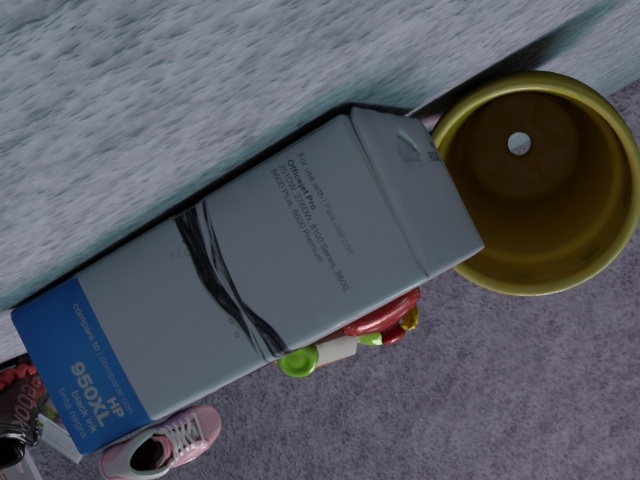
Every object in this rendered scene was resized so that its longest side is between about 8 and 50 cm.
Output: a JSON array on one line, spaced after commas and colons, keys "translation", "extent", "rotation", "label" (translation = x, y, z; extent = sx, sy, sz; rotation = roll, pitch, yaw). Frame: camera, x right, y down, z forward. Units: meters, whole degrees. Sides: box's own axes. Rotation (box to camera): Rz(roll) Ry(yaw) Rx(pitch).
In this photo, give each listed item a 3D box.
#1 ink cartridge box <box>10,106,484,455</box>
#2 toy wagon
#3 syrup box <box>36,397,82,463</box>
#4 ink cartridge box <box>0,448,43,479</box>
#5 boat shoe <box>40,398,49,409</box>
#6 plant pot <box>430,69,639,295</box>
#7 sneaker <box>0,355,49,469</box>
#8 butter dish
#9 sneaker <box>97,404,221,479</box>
[{"translation": [-0.059, 0.036, 0.952], "extent": [0.394, 0.166, 0.285], "rotation": [-29, 176, 20], "label": "ink cartridge box"}, {"translation": [-0.032, 0.106, 1.346], "extent": [0.344, 0.068, 0.267], "rotation": [10, -154, 5], "label": "toy wagon"}, {"translation": [-0.397, 0.287, 1.514], "extent": [0.093, 0.096, 0.237], "rotation": [-56, -178, -26], "label": "syrup box"}, {"translation": [-0.519, 0.378, 1.496], "extent": [0.180, 0.104, 0.060], "rotation": [-30, 176, 20], "label": "ink cartridge box"}, {"translation": [-0.520, 0.281, 1.620], "extent": [0.075, 0.083, 0.226], "rotation": [-29, 178, -8], "label": "boat shoe"}, {"translation": [0.251, -0.092, 1.147], "extent": [0.254, 0.254, 0.239], "rotation": [-29, -167, 18], "label": "plant pot"}, {"translation": [-0.439, 0.243, 1.293], "extent": [0.097, 0.135, 0.276], "rotation": [-31, 178, 13], "label": "sneaker"}, {"translation": [0.071, 0.080, 1.213], "extent": [0.160, 0.118, 0.160], "rotation": [-28, 175, -4], "label": "butter dish"}, {"translation": [-0.143, 0.197, 0.900], "extent": [0.134, 0.051, 0.070], "rotation": [-18, 177, -36], "label": "sneaker"}]
